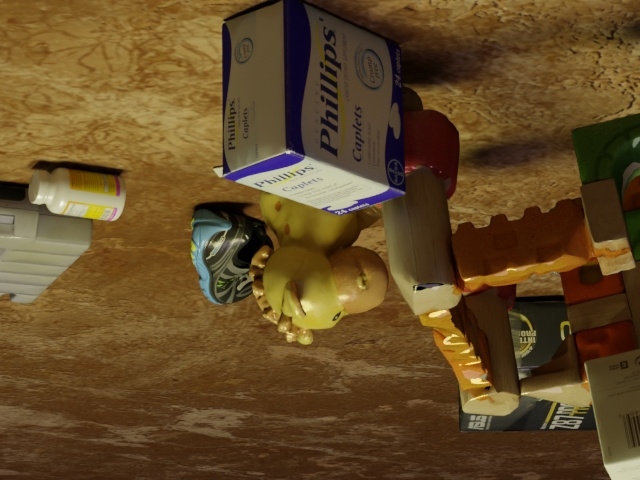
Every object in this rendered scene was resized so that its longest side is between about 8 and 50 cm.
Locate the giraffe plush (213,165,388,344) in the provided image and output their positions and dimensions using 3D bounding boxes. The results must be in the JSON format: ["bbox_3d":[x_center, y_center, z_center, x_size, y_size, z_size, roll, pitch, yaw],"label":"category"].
[{"bbox_3d":[0.000,0.000,1.570,0.210,0.171,0.181,-13,160,30],"label":"giraffe plush"}]

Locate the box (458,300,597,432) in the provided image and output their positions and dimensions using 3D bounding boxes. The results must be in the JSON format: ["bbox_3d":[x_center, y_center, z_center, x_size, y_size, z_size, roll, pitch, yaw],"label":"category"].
[{"bbox_3d":[0.341,0.165,2.251,0.318,0.097,0.395,1,163,2],"label":"box"}]

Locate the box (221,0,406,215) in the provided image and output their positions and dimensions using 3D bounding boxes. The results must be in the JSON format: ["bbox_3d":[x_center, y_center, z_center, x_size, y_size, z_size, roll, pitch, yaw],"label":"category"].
[{"bbox_3d":[-0.004,-0.100,1.332,0.072,0.126,0.137,-16,158,40],"label":"box"}]

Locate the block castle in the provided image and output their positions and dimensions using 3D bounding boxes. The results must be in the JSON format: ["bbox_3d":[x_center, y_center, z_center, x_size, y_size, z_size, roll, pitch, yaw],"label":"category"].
[{"bbox_3d":[0.283,-0.035,1.444,0.453,0.213,0.303,-14,148,13],"label":"block castle"}]

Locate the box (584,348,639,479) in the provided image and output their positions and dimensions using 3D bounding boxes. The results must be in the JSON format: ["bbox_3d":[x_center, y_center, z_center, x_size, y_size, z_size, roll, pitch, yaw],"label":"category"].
[{"bbox_3d":[0.282,0.148,1.442,0.101,0.102,0.087,-15,145,14],"label":"box"}]

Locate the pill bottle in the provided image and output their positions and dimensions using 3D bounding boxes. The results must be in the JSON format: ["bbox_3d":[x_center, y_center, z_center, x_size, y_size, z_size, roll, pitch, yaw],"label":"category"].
[{"bbox_3d":[-0.225,-0.044,1.615,0.083,0.043,0.043,8,159,-28],"label":"pill bottle"}]

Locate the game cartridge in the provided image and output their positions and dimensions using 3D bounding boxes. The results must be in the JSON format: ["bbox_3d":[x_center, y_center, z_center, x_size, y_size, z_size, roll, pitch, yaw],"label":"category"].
[{"bbox_3d":[-0.420,-0.006,1.695,0.355,0.068,0.230,6,157,-24],"label":"game cartridge"}]

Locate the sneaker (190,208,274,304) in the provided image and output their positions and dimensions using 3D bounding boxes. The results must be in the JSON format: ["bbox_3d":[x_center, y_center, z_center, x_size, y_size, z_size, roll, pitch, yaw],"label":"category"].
[{"bbox_3d":[-0.085,0.020,1.794,0.078,0.067,0.188,2,160,7],"label":"sneaker"}]
